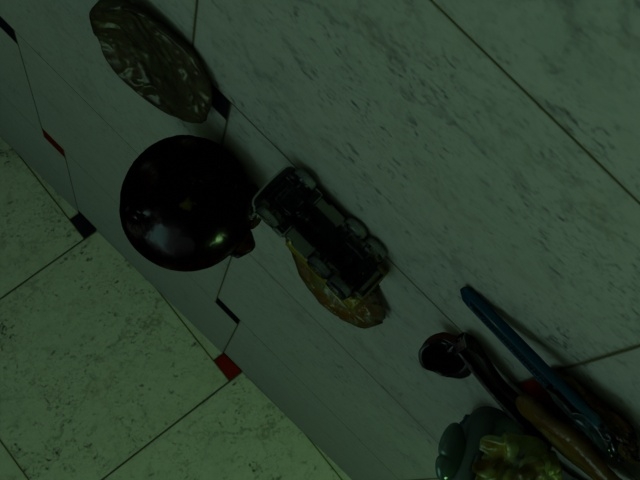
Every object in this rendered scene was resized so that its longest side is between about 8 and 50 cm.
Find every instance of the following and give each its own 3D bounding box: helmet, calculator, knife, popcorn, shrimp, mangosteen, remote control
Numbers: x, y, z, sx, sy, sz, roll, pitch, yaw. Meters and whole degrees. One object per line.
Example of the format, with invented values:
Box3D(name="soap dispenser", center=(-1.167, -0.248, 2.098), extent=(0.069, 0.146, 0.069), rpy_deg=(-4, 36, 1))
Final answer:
Box3D(name="helmet", center=(0.188, 0.164, 1.667), extent=(0.084, 0.049, 0.065), rpy_deg=(18, 122, 9))
Box3D(name="calculator", center=(0.249, 0.345, 1.685), extent=(0.041, 0.185, 0.299), rpy_deg=(12, 163, 36))
Box3D(name="knife", center=(0.271, 0.163, 1.421), extent=(0.296, 0.026, 0.044), rpy_deg=(47, 168, 28))
Box3D(name="popcorn", center=(0.268, 0.329, 1.568), extent=(0.162, 0.141, 0.135), rpy_deg=(34, -157, -14))
Box3D(name="shrimp", center=(0.013, 0.039, 1.808), extent=(0.154, 0.062, 0.294), rpy_deg=(10, 146, 45))
Box3D(name="mangosteen", center=(-0.199, -0.059, 1.871), extent=(0.265, 0.228, 0.228), rpy_deg=(2, -157, -45))
Box3D(name="remote control", center=(0.261, 0.216, 1.617), extent=(0.212, 0.028, 0.059), rpy_deg=(49, -157, -15))

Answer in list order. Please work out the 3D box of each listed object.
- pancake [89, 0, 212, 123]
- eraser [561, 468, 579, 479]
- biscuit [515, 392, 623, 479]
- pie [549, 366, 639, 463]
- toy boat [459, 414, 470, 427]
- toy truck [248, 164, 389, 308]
Box3D(name="pancake", center=(-0.240, -0.269, 1.693), extent=(0.242, 0.050, 0.242), rpy_deg=(33, 160, 14))
Box3D(name="eraser", center=(0.418, 0.431, 1.715), extent=(0.210, 0.068, 0.124), rpy_deg=(34, 163, 39))
Box3D(name="biscuit", center=(0.353, 0.290, 1.501), extent=(0.260, 0.041, 0.203), rpy_deg=(43, 175, 40))
Box3D(name="pie", center=(0.339, 0.211, 1.423), extent=(0.170, 0.034, 0.092), rpy_deg=(44, 168, 29))
Box3D(name="toy boat", center=(0.261, 0.342, 1.857), extent=(0.098, 0.109, 0.238), rpy_deg=(21, 163, 11))
Box3D(name="toy truck", center=(0.000, 0.000, 1.651), extent=(0.227, 0.098, 0.114), rpy_deg=(45, 171, -2))
